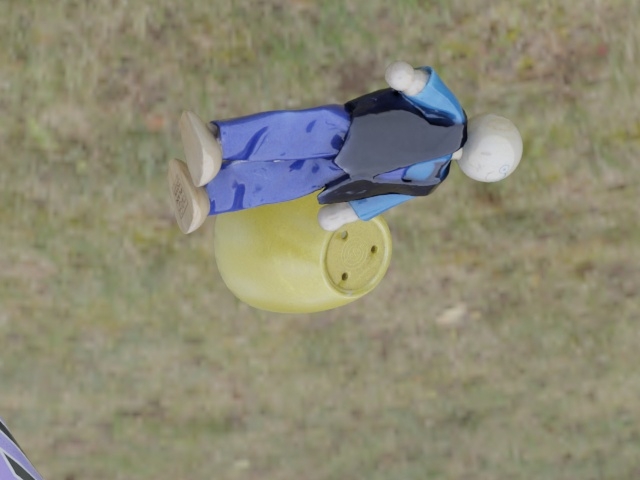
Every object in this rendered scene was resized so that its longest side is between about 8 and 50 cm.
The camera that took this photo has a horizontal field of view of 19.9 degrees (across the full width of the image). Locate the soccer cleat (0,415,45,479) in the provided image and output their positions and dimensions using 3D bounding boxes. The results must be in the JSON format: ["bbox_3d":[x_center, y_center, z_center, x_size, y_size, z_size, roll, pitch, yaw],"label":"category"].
[{"bbox_3d":[-0.241,0.122,1.111,0.109,0.318,0.116,-30,165,-15],"label":"soccer cleat"}]

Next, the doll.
[{"bbox_3d":[0.017,-0.043,0.945,0.189,0.046,0.129,-8,145,-21],"label":"doll"}]

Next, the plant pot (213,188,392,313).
[{"bbox_3d":[0.000,0.000,1.396,0.095,0.134,0.134,19,164,50],"label":"plant pot"}]
